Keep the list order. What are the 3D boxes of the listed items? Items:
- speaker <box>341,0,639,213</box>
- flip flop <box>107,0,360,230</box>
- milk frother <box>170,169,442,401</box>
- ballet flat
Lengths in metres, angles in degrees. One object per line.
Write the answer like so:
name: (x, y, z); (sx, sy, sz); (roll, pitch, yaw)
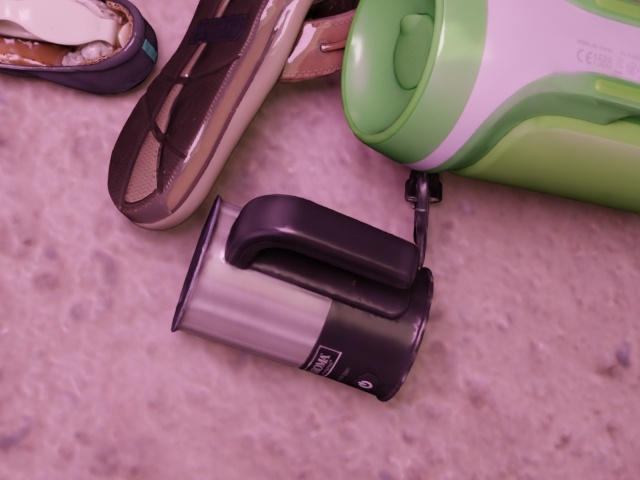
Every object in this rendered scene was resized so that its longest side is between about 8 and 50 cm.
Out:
speaker: (0.166, -0.079, 0.669); (0.296, 0.131, 0.131); (10, 84, -25)
flip flop: (-0.021, -0.117, 0.684); (0.080, 0.112, 0.277); (37, 77, -32)
milk frother: (0.000, 0.000, 0.686); (0.134, 0.129, 0.143); (20, 40, -9)
ballet flat: (-0.193, -0.128, 0.662); (0.203, 0.074, 0.074); (9, 84, -10)
